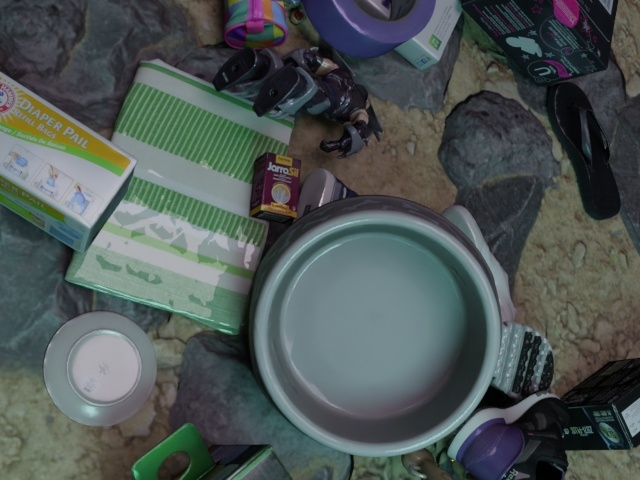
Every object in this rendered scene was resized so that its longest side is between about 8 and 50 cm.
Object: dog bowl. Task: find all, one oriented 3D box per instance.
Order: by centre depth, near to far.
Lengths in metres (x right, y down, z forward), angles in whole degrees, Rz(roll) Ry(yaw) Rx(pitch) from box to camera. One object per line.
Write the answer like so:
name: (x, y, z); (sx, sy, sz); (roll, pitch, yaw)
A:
dog bowl: (0.070, 0.114, 1.137); (0.348, 0.102, 0.349); (0, 91, 1)

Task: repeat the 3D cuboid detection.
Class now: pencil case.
pencil case: (-0.100, -0.393, 1.264); (0.104, 0.104, 0.237); (0, 78, -30)

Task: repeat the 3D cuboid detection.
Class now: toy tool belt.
toy tool belt: (-0.041, -0.368, 1.319); (0.052, 0.051, 0.083); (-24, 91, -31)

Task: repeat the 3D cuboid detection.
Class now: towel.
towel: (-0.174, -0.062, 1.181); (0.247, 0.038, 0.325); (21, 70, -24)

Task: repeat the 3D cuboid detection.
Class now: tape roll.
tape roll: (0.072, -0.370, 1.306); (0.188, 0.080, 0.189); (4, 81, -25)

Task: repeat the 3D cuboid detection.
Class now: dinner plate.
dinner plate: (-0.266, 0.156, 1.087); (0.141, 0.017, 0.141); (6, 76, -27)

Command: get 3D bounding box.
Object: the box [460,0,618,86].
box: (0.367, -0.399, 1.476); (0.247, 0.142, 0.163); (33, 62, -38)

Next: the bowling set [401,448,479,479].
bowling set: (0.204, 0.401, 1.243); (0.287, 0.154, 0.200); (21, 100, -26)

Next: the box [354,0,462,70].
box: (0.098, -0.457, 1.418); (0.322, 0.058, 0.232); (36, 63, -19)

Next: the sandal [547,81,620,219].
sandal: (0.478, -0.164, 1.562); (0.097, 0.054, 0.255); (-21, 89, -32)

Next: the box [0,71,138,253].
box: (-0.331, -0.092, 1.034); (0.203, 0.114, 0.103); (33, 66, -7)

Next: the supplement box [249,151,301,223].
supplement box: (-0.060, -0.070, 1.197); (0.054, 0.043, 0.083); (11, 73, -24)

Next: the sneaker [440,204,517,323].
sneaker: (0.248, 0.040, 1.381); (0.094, 0.080, 0.212); (-26, 99, -43)

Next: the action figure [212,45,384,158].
action figure: (-0.013, -0.205, 1.244); (0.185, 0.099, 0.285); (50, 24, 22)

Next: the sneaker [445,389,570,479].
sneaker: (0.291, 0.294, 1.228); (0.124, 0.107, 0.283); (41, 26, 31)

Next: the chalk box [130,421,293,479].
chalk box: (-0.114, 0.353, 1.033); (0.180, 0.179, 0.289); (-35, 95, -30)

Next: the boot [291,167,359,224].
boot: (0.000, 0.000, 1.248); (0.086, 0.069, 0.190); (31, 74, -40)

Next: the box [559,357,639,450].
box: (0.475, 0.257, 1.406); (0.180, 0.147, 0.078); (-25, 91, -32)

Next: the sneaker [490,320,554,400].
sneaker: (0.229, 0.160, 1.308); (0.292, 0.118, 0.110); (23, 81, -31)
